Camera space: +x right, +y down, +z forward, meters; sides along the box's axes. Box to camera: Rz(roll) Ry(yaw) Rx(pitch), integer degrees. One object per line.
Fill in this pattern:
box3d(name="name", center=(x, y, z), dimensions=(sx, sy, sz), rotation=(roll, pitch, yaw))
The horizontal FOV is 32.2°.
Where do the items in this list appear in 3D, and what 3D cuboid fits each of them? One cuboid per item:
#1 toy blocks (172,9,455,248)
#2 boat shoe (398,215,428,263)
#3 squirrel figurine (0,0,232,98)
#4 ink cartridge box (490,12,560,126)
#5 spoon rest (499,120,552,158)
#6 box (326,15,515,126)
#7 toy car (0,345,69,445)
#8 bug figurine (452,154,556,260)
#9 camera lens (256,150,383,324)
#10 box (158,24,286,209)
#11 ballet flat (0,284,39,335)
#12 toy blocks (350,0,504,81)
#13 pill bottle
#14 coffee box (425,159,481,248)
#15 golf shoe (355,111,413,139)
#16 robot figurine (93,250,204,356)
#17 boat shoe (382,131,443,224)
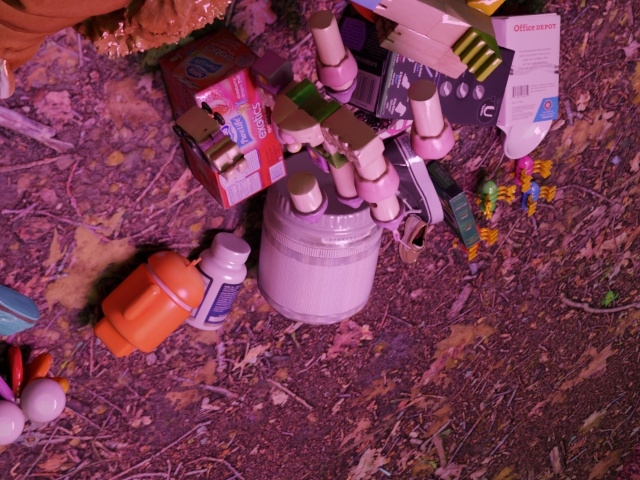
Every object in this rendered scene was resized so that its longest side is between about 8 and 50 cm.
box3d(name="toy blocks", center=(0.006, -0.124, 1.665), dimensions=(0.309, 0.288, 0.260), rotation=(-40, 148, -13))
box3d(name="boat shoe", center=(0.201, 0.003, 2.360), dimensions=(0.050, 0.045, 0.135), rotation=(-23, 139, -25))
box3d(name="squirrel figurine", center=(-0.307, -0.310, 1.339), dimensions=(0.397, 0.281, 0.370), rotation=(14, 151, -23))
box3d(name="ink cartridge box", center=(0.375, -0.326, 2.105), dimensions=(0.148, 0.086, 0.203), rotation=(-11, 106, -35))
box3d(name="spoon rest", center=(0.391, -0.242, 2.265), dimensions=(0.276, 0.084, 0.137), rotation=(17, 113, -48))
box3d(name="box", center=(0.172, -0.289, 1.909), dimensions=(0.270, 0.165, 0.143), rotation=(0, 110, -34))
box3d(name="toy car", center=(-0.527, 0.253, 1.881), dimensions=(0.182, 0.159, 0.136), rotation=(-28, 106, -19))
box3d(name="bug figurine", center=(0.405, -0.084, 2.433), dimensions=(0.279, 0.072, 0.216), rotation=(-33, 149, -25))
box3d(name="camera lens", center=(0.000, 0.000, 2.029), dimensions=(0.219, 0.219, 0.274), rotation=(-19, 137, -29))
box3d(name="box", center=(-0.154, -0.194, 1.779), dimensions=(0.128, 0.122, 0.257), rotation=(-31, 141, -18))
box3d(name="ballet flat", center=(-0.545, 0.088, 1.739), dimensions=(0.087, 0.083, 0.247), rotation=(-31, 142, 8))
box3d(name="toy blocks", center=(0.109, -0.417, 1.663), dimensions=(0.261, 0.381, 0.191), rotation=(18, 136, -29))
box3d(name="pill bottle", center=(-0.192, 0.073, 2.030), dimensions=(0.094, 0.094, 0.169), rotation=(2, 125, -43))
box3d(name="coffee box", center=(0.273, -0.074, 2.295), dimensions=(0.040, 0.113, 0.184), rotation=(-33, 141, -3))
box3d(name="golf shoe", center=(0.129, -0.214, 2.065), dimensions=(0.186, 0.067, 0.086), rotation=(-29, 143, -18))
box3d(name="robot figurine", center=(-0.294, 0.107, 1.946), dimensions=(0.219, 0.128, 0.158), rotation=(-43, 137, 2))
box3d(name="boat shoe", center=(0.165, -0.101, 2.166), dimensions=(0.105, 0.113, 0.306), rotation=(-26, 158, 4))
